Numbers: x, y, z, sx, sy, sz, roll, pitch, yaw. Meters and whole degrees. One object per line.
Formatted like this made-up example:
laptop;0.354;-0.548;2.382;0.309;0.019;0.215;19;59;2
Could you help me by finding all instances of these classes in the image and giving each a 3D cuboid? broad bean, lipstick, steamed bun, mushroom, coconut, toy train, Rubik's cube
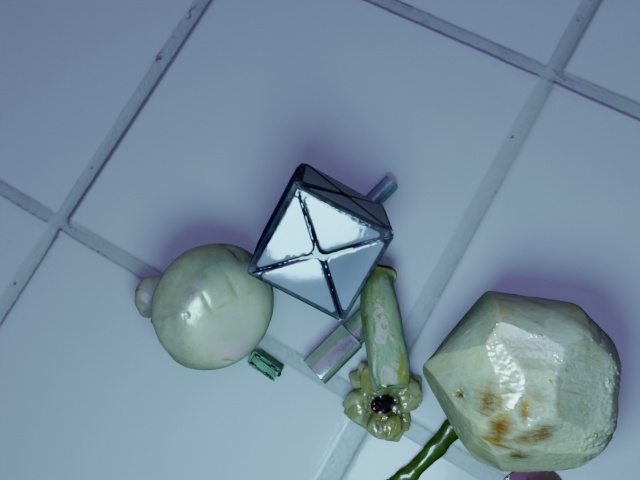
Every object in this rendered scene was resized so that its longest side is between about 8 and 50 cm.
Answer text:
broad bean;0.259;0.507;1.613;0.256;0.052;0.053;-43;34;-1
lipstick;0.074;0.240;1.683;0.253;0.079;0.077;-44;72;-7
steamed bun;0.144;0.375;1.628;0.192;0.106;0.177;29;80;15
lipstick;0.133;-0.100;1.774;0.158;0.048;0.048;-45;75;-5
mushroom;0.148;0.199;1.602;0.100;0.081;0.312;-9;65;7
mushroom;-0.291;0.164;1.642;0.356;0.315;0.315;-6;76;-2
coconut;0.428;0.309;1.484;0.416;0.344;0.415;-1;76;4
toy train;-0.136;0.313;1.705;0.093;0.056;0.038;32;100;14
Rubik's cube;0.000;0.000;1.599;0.255;0.260;0.259;27;107;-6

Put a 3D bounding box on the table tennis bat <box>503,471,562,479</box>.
table tennis bat;0.457;0.605;1.577;0.235;0.022;0.131;-11;76;3
